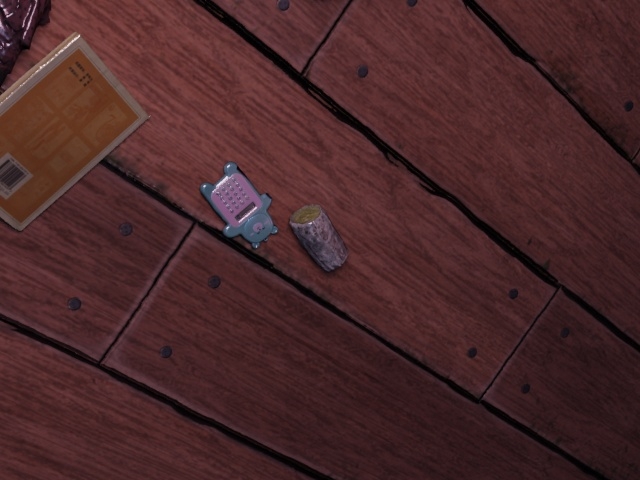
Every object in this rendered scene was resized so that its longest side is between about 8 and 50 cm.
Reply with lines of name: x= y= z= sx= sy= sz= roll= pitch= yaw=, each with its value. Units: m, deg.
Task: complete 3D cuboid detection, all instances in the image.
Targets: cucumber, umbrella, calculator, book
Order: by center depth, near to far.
umbrella: x=-0.372 y=-0.315 z=1.064 sx=0.090 sy=0.094 sz=0.326 roll=24 pitch=96 yaw=-15
book: x=-0.362 y=-0.139 z=1.140 sx=0.241 sy=0.018 sz=0.170 roll=-43 pitch=140 yaw=-6
calculator: x=-0.120 y=-0.050 z=1.313 sx=0.094 sy=0.019 sz=0.141 roll=-42 pitch=119 yaw=-10
cucumber: x=-0.001 y=-0.002 z=1.360 sx=0.064 sy=0.064 sz=0.112 roll=-38 pitch=122 yaw=-9
